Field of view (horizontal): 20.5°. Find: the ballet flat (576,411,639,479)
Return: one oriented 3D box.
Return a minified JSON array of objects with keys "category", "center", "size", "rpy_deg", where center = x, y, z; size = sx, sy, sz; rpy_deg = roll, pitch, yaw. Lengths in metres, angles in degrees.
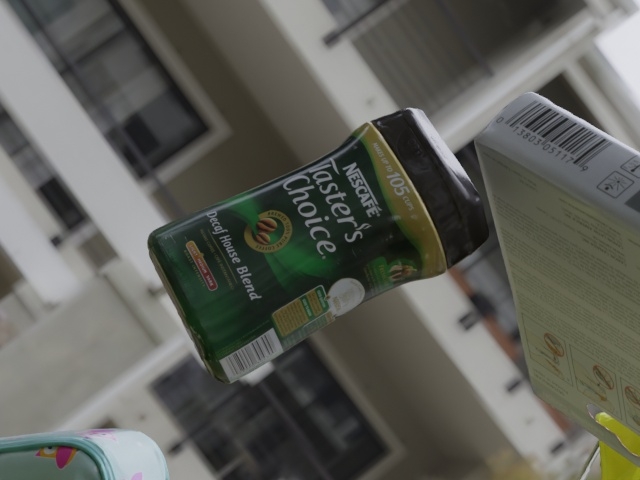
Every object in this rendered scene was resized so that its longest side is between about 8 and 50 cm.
[{"category":"ballet flat","center":[0.231,0.246,1.426],"size":[0.077,0.231,0.077],"rpy_deg":[11,-1,21]}]

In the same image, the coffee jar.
[{"category":"coffee jar","center":[0.000,0.000,1.016],"size":[0.096,0.184,0.079],"rpy_deg":[59,-7,33]}]

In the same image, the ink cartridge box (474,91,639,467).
[{"category":"ink cartridge box","center":[0.187,0.044,1.045],"size":[0.189,0.066,0.232],"rpy_deg":[35,-22,42]}]

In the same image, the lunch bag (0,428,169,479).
[{"category":"lunch bag","center":[-0.228,0.297,1.435],"size":[0.108,0.224,0.279],"rpy_deg":[4,80,-64]}]
